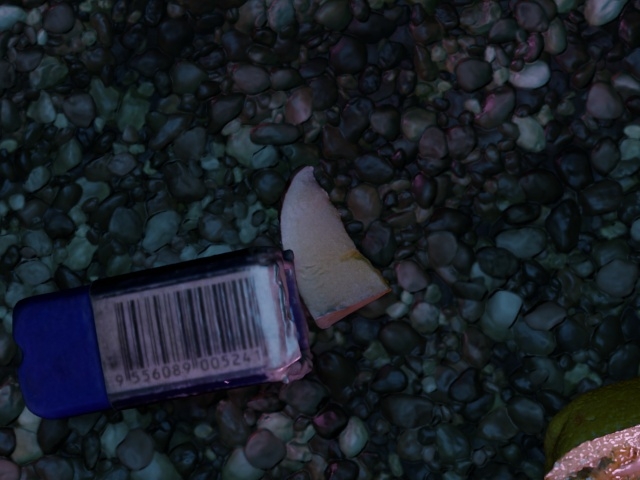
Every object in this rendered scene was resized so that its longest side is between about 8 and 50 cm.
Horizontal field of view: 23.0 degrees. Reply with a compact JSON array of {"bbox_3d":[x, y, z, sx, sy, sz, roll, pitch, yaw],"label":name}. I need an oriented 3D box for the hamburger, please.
[{"bbox_3d":[0.371,0.209,1.650,0.283,0.156,0.144,-19,106,8],"label":"hamburger"}]

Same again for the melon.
[{"bbox_3d":[-0.006,0.006,1.810,0.098,0.054,0.182,-31,75,-5],"label":"melon"}]

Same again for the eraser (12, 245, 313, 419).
[{"bbox_3d":[-0.176,0.109,1.766,0.332,0.101,0.155,-12,83,16],"label":"eraser"}]
